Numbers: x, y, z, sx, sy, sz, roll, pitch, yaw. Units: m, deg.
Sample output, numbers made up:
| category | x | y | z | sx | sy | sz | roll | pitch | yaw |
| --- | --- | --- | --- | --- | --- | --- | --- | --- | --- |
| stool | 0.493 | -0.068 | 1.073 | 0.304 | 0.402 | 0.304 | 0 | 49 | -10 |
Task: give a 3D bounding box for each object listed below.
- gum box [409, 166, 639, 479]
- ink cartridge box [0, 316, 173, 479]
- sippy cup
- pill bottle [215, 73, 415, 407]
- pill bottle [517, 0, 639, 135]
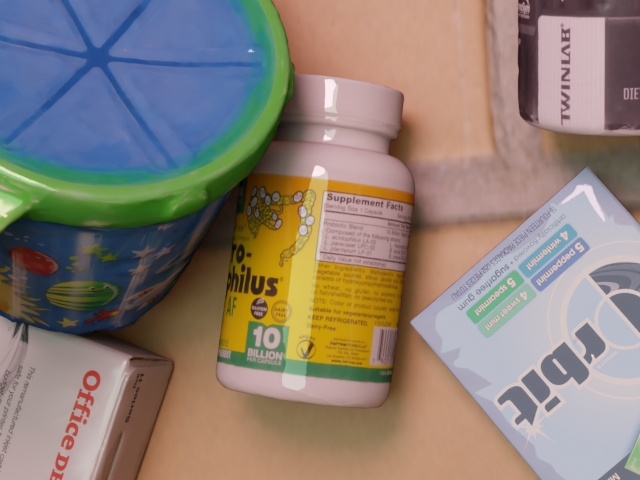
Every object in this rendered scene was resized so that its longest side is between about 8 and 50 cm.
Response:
| category | x | y | z | sx | sy | sz | roll | pitch | yaw |
| --- | --- | --- | --- | --- | --- | --- | --- | --- | --- |
| gum box | 0.177 | 0.073 | 1.025 | 0.157 | 0.041 | 0.184 | -42 | 75 | 9 |
| ink cartridge box | -0.228 | 0.120 | 1.118 | 0.208 | 0.087 | 0.153 | 20 | 92 | 18 |
| sippy cup | -0.153 | -0.059 | 1.015 | 0.305 | 0.224 | 0.240 | -15 | 62 | -24 |
| pill bottle | 0.000 | 0.000 | 1.043 | 0.117 | 0.117 | 0.208 | 7 | 89 | 17 |
| pill bottle | 0.185 | -0.193 | 0.963 | 0.130 | 0.130 | 0.246 | 2 | 104 | 17 |
